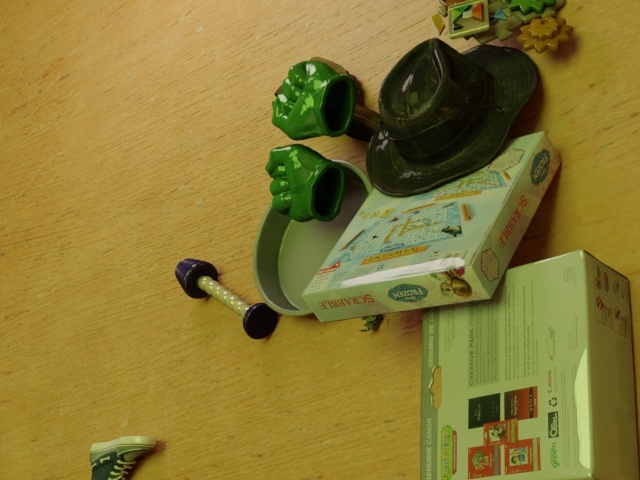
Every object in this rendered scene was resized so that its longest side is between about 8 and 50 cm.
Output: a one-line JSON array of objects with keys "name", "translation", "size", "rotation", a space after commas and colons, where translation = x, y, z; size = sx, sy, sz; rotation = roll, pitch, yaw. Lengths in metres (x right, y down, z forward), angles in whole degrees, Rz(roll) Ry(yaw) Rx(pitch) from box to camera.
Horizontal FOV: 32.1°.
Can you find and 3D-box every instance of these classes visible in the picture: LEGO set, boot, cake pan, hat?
[{"name": "LEGO set", "translation": [0.093, 0.119, 1.840], "size": [0.083, 0.023, 0.054], "rotation": [-43, 46, 2]}, {"name": "boot", "translation": [-0.378, 0.426, 2.129], "size": [0.190, 0.069, 0.086], "rotation": [-22, 63, 46]}, {"name": "cake pan", "translation": [0.000, 0.000, 1.963], "size": [0.293, 0.054, 0.293], "rotation": [-22, 57, 37]}, {"name": "boot", "translation": [0.035, -0.264, 2.031], "size": [0.115, 0.112, 0.305], "rotation": [-52, 40, -5]}, {"name": "hat", "translation": [0.178, -0.232, 1.780], "size": [0.331, 0.134, 0.331], "rotation": [-28, 34, 21]}]

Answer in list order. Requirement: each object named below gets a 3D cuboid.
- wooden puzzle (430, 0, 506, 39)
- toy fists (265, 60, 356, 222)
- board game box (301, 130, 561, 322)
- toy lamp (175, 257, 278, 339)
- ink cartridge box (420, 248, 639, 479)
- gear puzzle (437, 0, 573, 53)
[{"name": "wooden puzzle", "translation": [0.236, -0.359, 1.786], "size": [0.116, 0.014, 0.078], "rotation": [-17, 51, 14]}, {"name": "toy fists", "translation": [-0.027, -0.169, 1.916], "size": [0.142, 0.096, 0.279], "rotation": [22, 111, 50]}, {"name": "board game box", "translation": [0.169, -0.019, 1.686], "size": [0.319, 0.066, 0.318], "rotation": [-11, 33, 42]}, {"name": "toy lamp", "translation": [-0.187, 0.101, 2.082], "size": [0.275, 0.080, 0.080], "rotation": [28, 91, 49]}, {"name": "ink cartridge box", "translation": [0.280, 0.200, 1.526], "size": [0.272, 0.130, 0.309], "rotation": [-17, 58, 39]}, {"name": "gear puzzle", "translation": [0.292, -0.401, 1.822], "size": [0.176, 0.044, 0.339], "rotation": [-27, 46, -5]}]
